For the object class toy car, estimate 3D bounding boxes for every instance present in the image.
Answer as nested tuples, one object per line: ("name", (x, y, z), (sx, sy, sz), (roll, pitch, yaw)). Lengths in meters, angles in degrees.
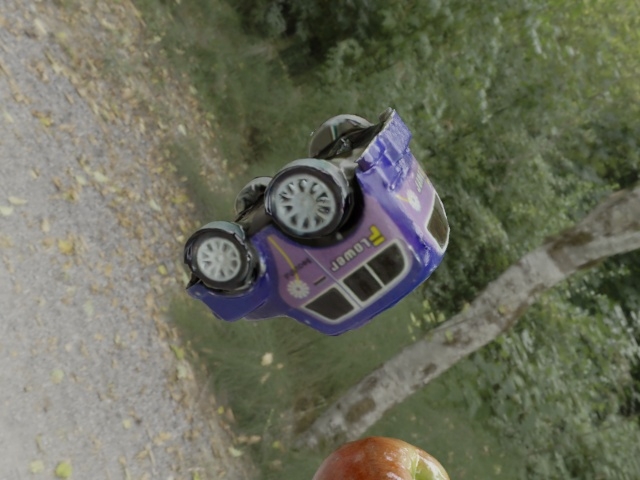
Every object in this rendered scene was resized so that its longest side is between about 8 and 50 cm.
("toy car", (0.000, 0.000, 0.663), (0.158, 0.235, 0.172), (52, 24, -10))

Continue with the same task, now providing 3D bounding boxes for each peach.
("peach", (0.081, 0.429, 1.114), (0.232, 0.256, 0.232), (30, 29, -18))
